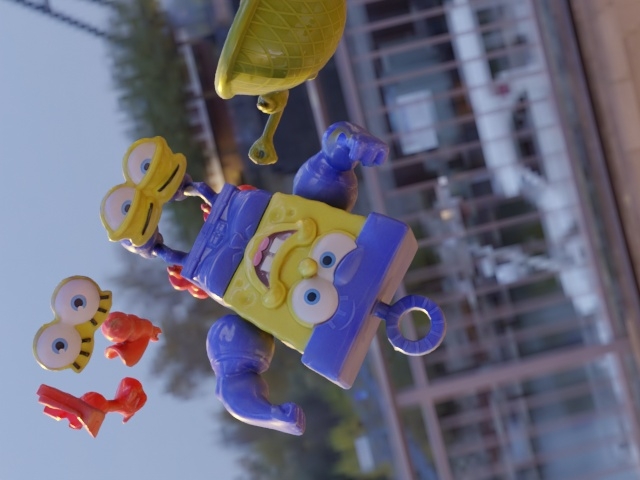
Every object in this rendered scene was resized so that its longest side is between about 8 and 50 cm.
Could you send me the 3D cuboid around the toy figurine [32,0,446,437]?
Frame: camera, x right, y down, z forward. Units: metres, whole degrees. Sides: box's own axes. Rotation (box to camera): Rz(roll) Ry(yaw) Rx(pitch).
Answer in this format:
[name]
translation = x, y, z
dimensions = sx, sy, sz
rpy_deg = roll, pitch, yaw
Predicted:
[toy figurine]
translation = 0.000, 0.000, 1.179
dimensions = 0.362, 0.217, 0.191
rpy_deg = -63, -21, -8
